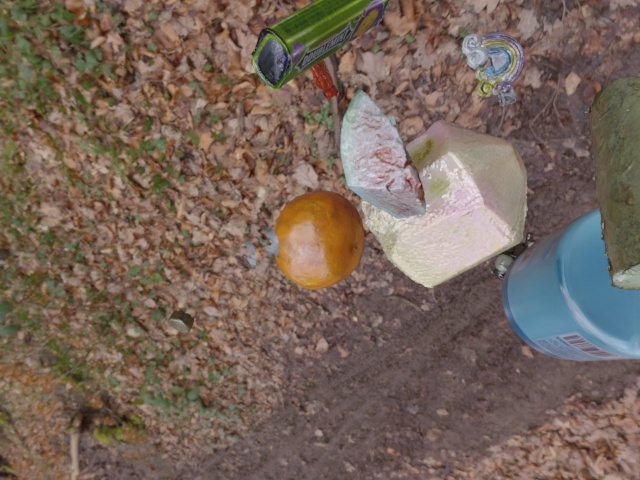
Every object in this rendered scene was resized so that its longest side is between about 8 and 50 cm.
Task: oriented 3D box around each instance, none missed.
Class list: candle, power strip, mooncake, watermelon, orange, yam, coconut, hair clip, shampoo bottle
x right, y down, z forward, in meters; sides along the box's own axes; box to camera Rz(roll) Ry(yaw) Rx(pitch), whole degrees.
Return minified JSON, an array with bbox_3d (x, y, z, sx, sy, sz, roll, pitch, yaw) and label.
[{"bbox_3d":[-0.009,-0.475,1.186,0.048,0.051,0.329,18,175,20],"label":"candle"},{"bbox_3d":[0.273,-0.507,1.869,0.136,0.019,0.051,-21,133,12],"label":"power strip"},{"bbox_3d":[-0.207,0.095,0.860,0.346,0.057,0.150,-25,130,21],"label":"mooncake"},{"bbox_3d":[0.074,-0.102,0.558,0.094,0.081,0.180,-24,102,43],"label":"watermelon"},{"bbox_3d":[0.000,0.000,1.216,0.226,0.284,0.284,10,134,34],"label":"orange"},{"bbox_3d":[0.469,-0.085,0.591,0.168,0.304,0.168,10,155,5],"label":"yam"},{"bbox_3d":[0.208,-0.068,0.700,0.233,0.233,0.245,41,124,-11],"label":"coconut"},{"bbox_3d":[0.384,-0.378,0.938,0.116,0.049,0.172,-20,100,5],"label":"hair clip"},{"bbox_3d":[0.652,0.116,1.024,0.331,0.331,0.343,22,168,10],"label":"shampoo bottle"}]

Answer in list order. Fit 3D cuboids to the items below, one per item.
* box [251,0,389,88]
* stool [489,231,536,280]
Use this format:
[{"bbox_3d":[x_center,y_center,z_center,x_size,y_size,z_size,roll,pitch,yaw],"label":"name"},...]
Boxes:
[{"bbox_3d":[0.009,-0.458,0.941,0.097,0.345,0.134,47,152,0],"label":"box"},{"bbox_3d":[0.621,0.051,1.384,0.125,0.217,0.121,24,129,47],"label":"stool"}]
